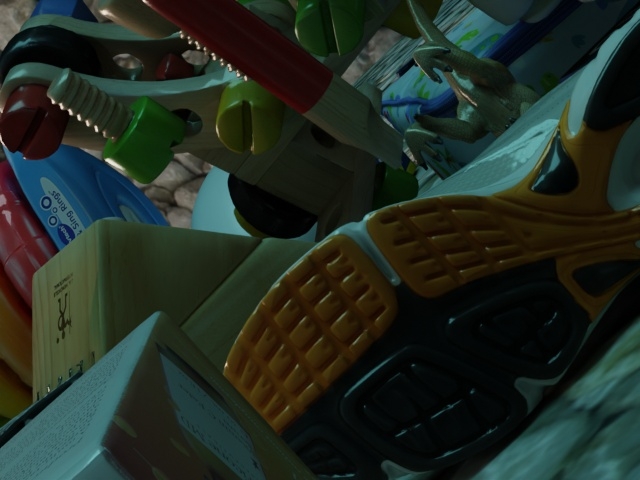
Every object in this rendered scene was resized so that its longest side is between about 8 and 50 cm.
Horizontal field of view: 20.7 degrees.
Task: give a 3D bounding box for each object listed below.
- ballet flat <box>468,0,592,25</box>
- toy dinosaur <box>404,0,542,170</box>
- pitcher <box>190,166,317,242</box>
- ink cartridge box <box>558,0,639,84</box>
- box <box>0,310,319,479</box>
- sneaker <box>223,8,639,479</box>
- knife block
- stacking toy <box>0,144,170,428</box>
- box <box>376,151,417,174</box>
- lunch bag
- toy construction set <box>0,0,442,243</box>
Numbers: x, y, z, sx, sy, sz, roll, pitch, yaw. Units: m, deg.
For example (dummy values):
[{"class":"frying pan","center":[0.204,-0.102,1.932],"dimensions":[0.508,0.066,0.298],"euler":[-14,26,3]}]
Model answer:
[{"class":"ballet flat","center":[0.125,-0.179,0.876],"dimensions":[0.147,0.147,0.409],"euler":[-45,16,-20]},{"class":"toy dinosaur","center":[0.076,-0.066,0.804],"dimensions":[0.092,0.183,0.053],"euler":[-12,-45,-51]},{"class":"pitcher","center":[0.000,0.000,1.102],"dimensions":[0.177,0.125,0.207],"euler":[-20,23,13]},{"class":"ink cartridge box","center":[0.208,-0.119,0.865],"dimensions":[0.208,0.045,0.206],"euler":[-46,8,-25]},{"class":"box","center":[-0.039,0.108,0.474],"dimensions":[0.091,0.130,0.170],"euler":[-41,7,5]},{"class":"sneaker","center":[0.078,0.004,0.692],"dimensions":[0.262,0.099,0.121],"euler":[-35,-1,0]},{"class":"knife block","center":[-0.060,0.119,0.844],"dimensions":[0.275,0.242,0.088],"euler":[6,-22,-30]},{"class":"stacking toy","center":[-0.235,0.076,1.127],"dimensions":[0.302,0.175,0.166],"euler":[-35,-14,8]},{"class":"box","center":[-0.001,-0.021,1.451],"dimensions":[0.169,0.054,0.059],"euler":[-41,6,18]},{"class":"lunch bag","center":[0.132,-0.112,1.095],"dimensions":[0.176,0.090,0.219],"euler":[-40,7,-2]},{"class":"toy construction set","center":[-0.012,-0.087,0.905],"dimensions":[0.257,0.237,0.309],"euler":[-52,19,12]}]
